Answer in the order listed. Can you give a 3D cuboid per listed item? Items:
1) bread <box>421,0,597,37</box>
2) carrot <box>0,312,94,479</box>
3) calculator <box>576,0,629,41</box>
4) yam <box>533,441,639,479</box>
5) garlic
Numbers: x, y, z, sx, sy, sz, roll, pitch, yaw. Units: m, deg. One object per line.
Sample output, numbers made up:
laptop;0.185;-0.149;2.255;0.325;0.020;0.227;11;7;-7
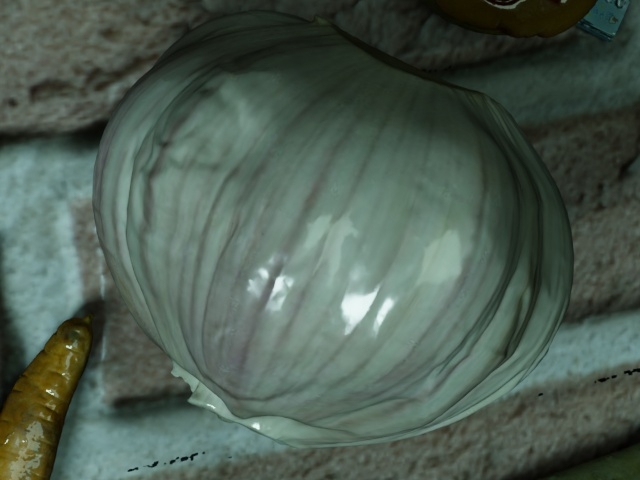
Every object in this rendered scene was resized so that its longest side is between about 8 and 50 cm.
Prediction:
bread;0.114;-0.210;1.371;0.125;0.086;0.156;-22;102;-16
carrot;-0.204;0.162;1.310;0.059;0.059;0.248;20;85;-21
calculator;0.226;-0.235;1.449;0.057;0.018;0.172;25;85;-23
yam;0.231;0.191;1.467;0.371;0.083;0.083;-20;102;-17
garlic;0.000;0.000;1.250;0.317;0.317;0.259;28;83;-21
